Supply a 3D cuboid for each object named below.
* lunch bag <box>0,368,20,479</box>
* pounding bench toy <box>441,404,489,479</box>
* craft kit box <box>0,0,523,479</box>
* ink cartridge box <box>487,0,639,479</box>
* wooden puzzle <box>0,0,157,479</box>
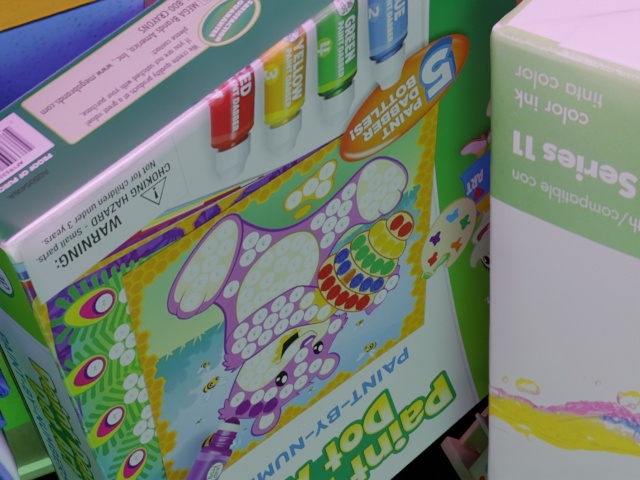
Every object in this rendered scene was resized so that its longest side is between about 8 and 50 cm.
[{"bbox_3d":[-0.200,0.046,0.576,0.176,0.090,0.219,-28,137,0],"label":"lunch bag"},{"bbox_3d":[0.114,0.100,0.891,0.083,0.052,0.065,23,113,-36],"label":"pounding bench toy"},{"bbox_3d":[0.000,0.000,0.688,0.250,0.061,0.246,-39,145,-21],"label":"craft kit box"},{"bbox_3d":[0.164,0.034,0.757,0.207,0.119,0.353,-42,142,-39],"label":"ink cartridge box"},{"bbox_3d":[-0.172,-0.018,0.647,0.322,0.080,0.348,-19,131,-10],"label":"wooden puzzle"}]
